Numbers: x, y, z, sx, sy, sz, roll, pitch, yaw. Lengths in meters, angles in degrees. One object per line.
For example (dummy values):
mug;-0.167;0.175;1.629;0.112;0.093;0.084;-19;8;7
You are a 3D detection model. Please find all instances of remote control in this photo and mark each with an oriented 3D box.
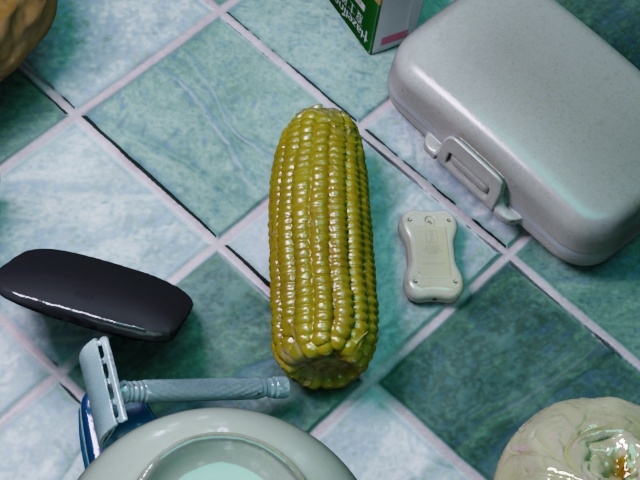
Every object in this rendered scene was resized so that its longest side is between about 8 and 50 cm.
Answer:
remote control;0.132;0.019;1.798;0.074;0.032;0.122;2;59;-7

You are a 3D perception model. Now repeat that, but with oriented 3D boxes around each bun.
bun;0.308;0.268;1.589;0.244;0.153;0.244;10;48;-12

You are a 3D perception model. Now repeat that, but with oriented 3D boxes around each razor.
razor;-0.139;0.163;1.612;0.232;0.068;0.106;3;53;-30

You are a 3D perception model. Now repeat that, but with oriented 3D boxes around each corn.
corn;0.000;0.000;1.739;0.131;0.131;0.344;1;58;-7

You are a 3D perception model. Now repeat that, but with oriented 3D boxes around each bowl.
bowl;-0.096;0.299;1.430;0.354;0.185;0.354;3;56;-4

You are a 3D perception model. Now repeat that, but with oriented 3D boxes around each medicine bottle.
medicine bottle;0.279;-0.156;1.869;0.282;0.123;0.375;-38;72;-23

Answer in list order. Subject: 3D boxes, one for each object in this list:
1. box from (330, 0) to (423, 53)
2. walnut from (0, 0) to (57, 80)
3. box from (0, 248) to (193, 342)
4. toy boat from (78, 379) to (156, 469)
box;0.053;-0.362;1.953;0.081;0.135;0.199;-23;64;-19
walnut;-0.483;-0.286;1.745;0.306;0.306;0.344;30;60;10
box;-0.249;0.061;1.648;0.212;0.201;0.042;16;102;2
toy boat;-0.182;0.285;1.581;0.096;0.062;0.299;-16;63;-17
